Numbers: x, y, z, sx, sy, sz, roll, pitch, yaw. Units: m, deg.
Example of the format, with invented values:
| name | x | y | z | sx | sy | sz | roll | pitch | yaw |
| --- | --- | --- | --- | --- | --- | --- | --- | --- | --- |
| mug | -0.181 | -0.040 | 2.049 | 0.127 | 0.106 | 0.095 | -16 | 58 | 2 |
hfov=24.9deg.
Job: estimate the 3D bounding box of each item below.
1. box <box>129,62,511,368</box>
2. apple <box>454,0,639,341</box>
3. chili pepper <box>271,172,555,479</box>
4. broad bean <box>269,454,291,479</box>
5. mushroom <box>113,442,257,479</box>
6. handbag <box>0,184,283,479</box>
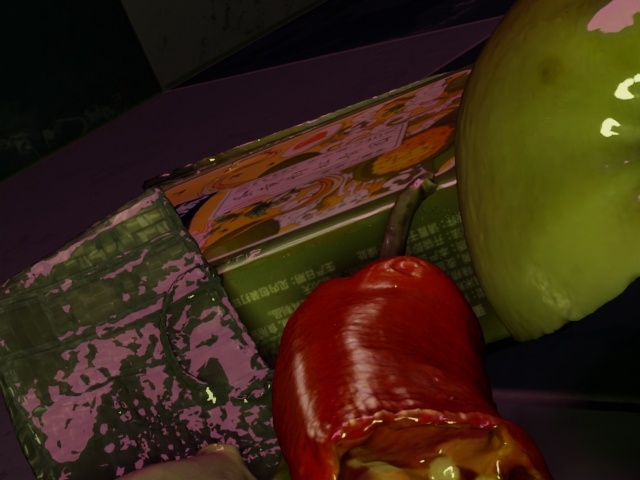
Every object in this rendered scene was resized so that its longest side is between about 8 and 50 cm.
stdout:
| name | x | y | z | sx | sy | sz | roll | pitch | yaw |
| --- | --- | --- | --- | --- | --- | --- | --- | --- | --- |
| box | 0.000 | 0.000 | 1.218 | 0.420 | 0.138 | 0.373 | -20 | 17 | 15 |
| apple | 0.220 | -0.071 | 0.818 | 0.295 | 0.233 | 0.258 | -8 | -8 | 14 |
| chili pepper | 0.036 | 0.080 | 0.864 | 0.134 | 0.131 | 0.338 | -4 | 24 | -4 |
| broad bean | -0.019 | 0.180 | 0.808 | 0.043 | 0.060 | 0.297 | -61 | -1 | 22 |
| mushroom | -0.117 | 0.208 | 0.761 | 0.097 | 0.109 | 0.351 | -35 | 8 | 32 |
| handbag | -0.125 | 0.095 | 0.990 | 0.175 | 0.270 | 0.089 | -28 | -28 | -3 |
